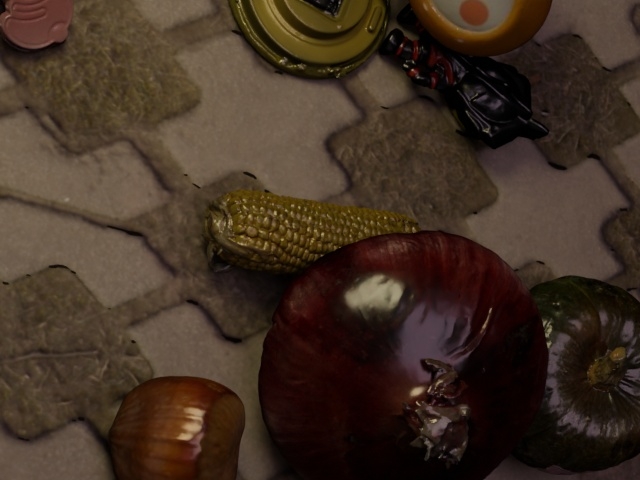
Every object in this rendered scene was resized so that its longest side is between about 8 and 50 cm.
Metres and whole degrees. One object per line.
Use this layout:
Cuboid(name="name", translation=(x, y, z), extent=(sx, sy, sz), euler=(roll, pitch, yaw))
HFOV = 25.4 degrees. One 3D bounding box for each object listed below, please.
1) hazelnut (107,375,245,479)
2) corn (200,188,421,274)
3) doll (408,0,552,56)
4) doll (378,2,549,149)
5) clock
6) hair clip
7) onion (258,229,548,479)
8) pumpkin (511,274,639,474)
Cuboid(name="hazelnut", translation=(-0.159, 0.226, 1.582), extent=(0.150, 0.150, 0.150), euler=(5, 79, -27))
Cuboid(name="corn", translation=(0.000, 0.000, 1.711), extent=(0.293, 0.106, 0.106), euler=(7, 78, -26))
Cuboid(name="doll", translation=(0.173, -0.332, 1.775), extent=(0.213, 0.236, 0.213), euler=(6, 83, -64))
Cuboid(name="doll", translation=(0.194, -0.210, 1.864), extent=(0.249, 0.088, 0.127), euler=(33, 88, -9))
Cuboid(name="clock", translation=(-0.005, -0.321, 1.788), extent=(0.237, 0.057, 0.237), euler=(4, 81, -28))
Cuboid(name="hair clip", translation=(-0.325, -0.286, 1.586), extent=(0.123, 0.102, 0.138), euler=(-27, 95, -26))
Cuboid(name="onion", translation=(0.106, 0.161, 1.623), extent=(0.348, 0.285, 0.347), euler=(-4, 108, -13))
Cuboid(name="pumpkin", translation=(0.335, 0.169, 1.809), extent=(0.260, 0.189, 0.260), euler=(7, 76, -27))
